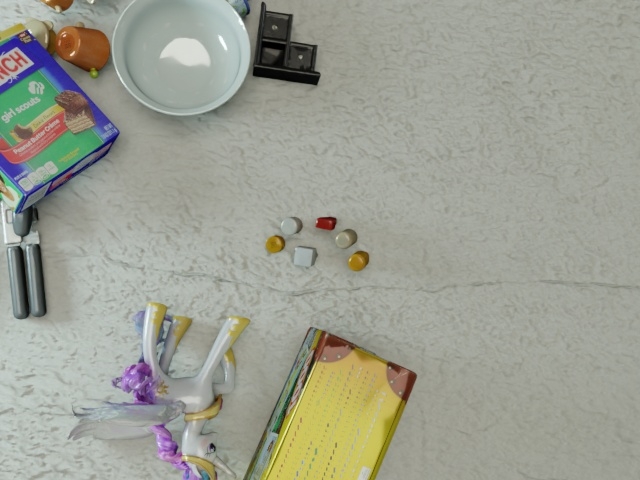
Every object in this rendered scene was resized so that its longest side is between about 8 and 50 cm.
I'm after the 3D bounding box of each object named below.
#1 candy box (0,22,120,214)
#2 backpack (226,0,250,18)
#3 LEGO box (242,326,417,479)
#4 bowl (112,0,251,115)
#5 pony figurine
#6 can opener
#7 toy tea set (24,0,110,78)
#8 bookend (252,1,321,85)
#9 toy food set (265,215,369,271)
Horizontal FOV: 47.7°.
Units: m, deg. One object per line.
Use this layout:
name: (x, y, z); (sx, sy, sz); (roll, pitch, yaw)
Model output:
candy box: (-0.633, -0.260, 1.517); (0.317, 0.122, 0.268); (48, 52, -6)
backpack: (-0.206, -0.565, 1.667); (0.084, 0.105, 0.114); (-35, 95, -7)
LEGO box: (-0.021, 0.443, 1.462); (0.193, 0.372, 0.500); (24, 82, -3)
bowl: (-0.306, -0.408, 1.627); (0.298, 0.134, 0.298); (1, 84, -7)
pony figurine: (-0.328, 0.324, 1.514); (0.351, 0.303, 0.363); (11, 68, -14)
can opener: (-0.651, 0.032, 1.577); (0.074, 0.093, 0.280); (-6, 90, -8)
toy tea set: (-0.533, -0.534, 1.620); (0.200, 0.124, 0.336); (25, 101, 22)
bookend: (-0.071, -0.456, 1.689); (0.157, 0.072, 0.156); (8, 84, -6)
toy food set: (0.000, 0.000, 1.660); (0.232, 0.104, 0.111); (8, 98, 12)
